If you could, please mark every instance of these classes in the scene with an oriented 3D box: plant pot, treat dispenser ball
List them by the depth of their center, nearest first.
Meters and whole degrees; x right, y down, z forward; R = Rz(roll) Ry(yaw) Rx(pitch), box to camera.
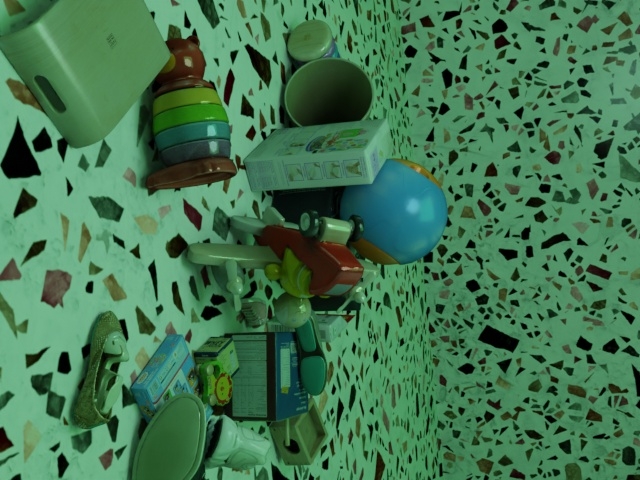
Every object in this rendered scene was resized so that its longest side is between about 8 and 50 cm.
[{"bbox_3d":[0.195,-0.076,1.892,0.288,0.288,0.289,-3,90,-69],"label":"treat dispenser ball"},{"bbox_3d":[0.034,-0.365,2.128,0.274,0.256,0.257,78,15,-70],"label":"plant pot"}]

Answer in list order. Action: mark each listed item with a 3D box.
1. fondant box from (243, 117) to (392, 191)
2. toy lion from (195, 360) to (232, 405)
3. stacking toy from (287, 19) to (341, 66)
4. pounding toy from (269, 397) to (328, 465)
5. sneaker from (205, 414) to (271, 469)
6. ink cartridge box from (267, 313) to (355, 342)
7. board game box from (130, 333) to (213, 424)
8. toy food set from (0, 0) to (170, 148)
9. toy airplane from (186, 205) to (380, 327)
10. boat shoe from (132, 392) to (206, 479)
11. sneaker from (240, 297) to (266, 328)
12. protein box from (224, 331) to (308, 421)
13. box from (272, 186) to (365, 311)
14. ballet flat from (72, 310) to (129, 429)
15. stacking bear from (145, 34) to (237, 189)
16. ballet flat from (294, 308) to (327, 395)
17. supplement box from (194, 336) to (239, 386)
[{"bbox_3d":[-0.001,-0.224,1.842,0.238,0.330,0.096,-57,139,-56],"label":"fondant box"},{"bbox_3d":[-0.218,0.300,1.486,0.096,0.034,0.100,-12,98,-61],"label":"toy lion"},{"bbox_3d":[0.018,-0.533,2.206,0.330,0.141,0.141,48,44,-60],"label":"stacking toy"},{"bbox_3d":[-0.084,0.489,1.869,0.181,0.094,0.206,-46,121,-56],"label":"pounding toy"},{"bbox_3d":[-0.180,0.423,1.434,0.292,0.118,0.110,139,-33,-68],"label":"sneaker"},{"bbox_3d":[-0.019,0.215,1.939,0.224,0.180,0.056,-36,124,-65],"label":"ink cartridge box"},{"bbox_3d":[-0.291,0.320,1.412,0.160,0.039,0.212,-62,142,-54],"label":"board game box"},{"bbox_3d":[-0.390,-0.336,1.206,0.306,0.092,0.220,-65,148,-36],"label":"toy food set"},{"bbox_3d":[-0.070,0.061,1.626,0.384,0.385,0.273,-1,98,-79],"label":"toy airplane"},{"bbox_3d":[-0.274,0.457,1.315,0.113,0.127,0.340,55,41,-70],"label":"boat shoe"},{"bbox_3d":[-0.166,0.179,1.740,0.134,0.050,0.070,34,51,-69],"label":"sneaker"},{"bbox_3d":[-0.126,0.322,1.705,0.199,0.135,0.201,17,71,-68],"label":"protein box"},{"bbox_3d":[0.000,0.000,2.023,0.343,0.178,0.313,52,41,-56],"label":"box"},{"bbox_3d":[-0.360,0.219,1.205,0.073,0.067,0.206,47,43,-57],"label":"ballet flat"},{"bbox_3d":[-0.267,-0.260,1.411,0.164,0.175,0.289,-10,89,-67],"label":"stacking bear"},{"bbox_3d":[-0.018,0.267,1.710,0.068,0.072,0.213,-38,121,-71],"label":"ballet flat"},{"bbox_3d":[-0.228,0.267,1.559,0.083,0.056,0.083,-45,129,-62],"label":"supplement box"}]
